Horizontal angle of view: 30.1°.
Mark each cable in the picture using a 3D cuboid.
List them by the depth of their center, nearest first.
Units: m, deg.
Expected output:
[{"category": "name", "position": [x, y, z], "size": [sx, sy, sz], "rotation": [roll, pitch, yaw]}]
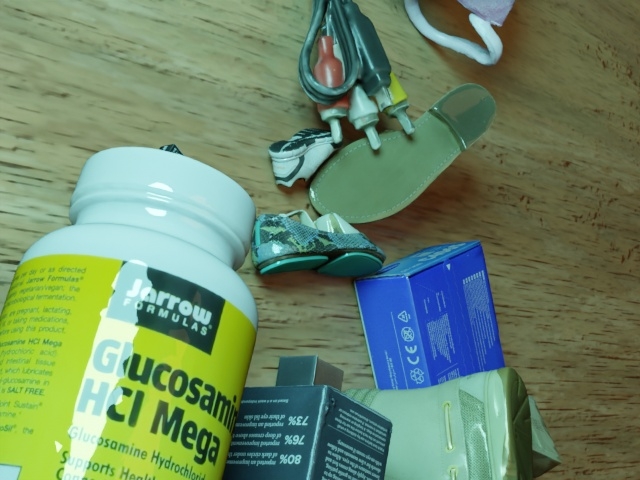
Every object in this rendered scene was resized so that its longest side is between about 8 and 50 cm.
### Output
[{"category": "cable", "position": [0.005, -0.232, 1.235], "size": [0.139, 0.072, 0.287], "rotation": [-9, 71, -37]}]

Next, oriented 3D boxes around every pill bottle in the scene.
[{"category": "pill bottle", "position": [-0.152, 0.109, 0.868], "size": [0.188, 0.188, 0.334], "rotation": [37, 56, -43]}]

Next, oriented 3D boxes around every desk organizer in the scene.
[{"category": "desk organizer", "position": [-0.016, 0.180, 1.148], "size": [0.050, 0.047, 0.130], "rotation": [33, 59, -48]}]

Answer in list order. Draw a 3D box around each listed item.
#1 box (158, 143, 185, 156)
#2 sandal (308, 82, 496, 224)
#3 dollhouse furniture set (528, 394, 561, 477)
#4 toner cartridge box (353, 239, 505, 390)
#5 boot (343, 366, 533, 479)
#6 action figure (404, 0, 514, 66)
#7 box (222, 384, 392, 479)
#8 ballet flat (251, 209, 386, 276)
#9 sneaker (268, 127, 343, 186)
[{"category": "box", "position": [-0.127, -0.034, 1.063], "size": [0.083, 0.018, 0.067], "rotation": [53, 47, -33]}, {"category": "sandal", "position": [0.084, -0.084, 1.294], "size": [0.240, 0.079, 0.088], "rotation": [-34, 90, -18]}, {"category": "dollhouse furniture set", "position": [0.203, 0.273, 1.263], "size": [0.129, 0.129, 0.183], "rotation": [29, 33, -46]}, {"category": "toner cartridge box", "position": [0.144, 0.188, 1.332], "size": [0.165, 0.075, 0.347], "rotation": [-20, 100, -53]}, {"category": "boot", "position": [0.099, 0.257, 1.154], "size": [0.095, 0.203, 0.262], "rotation": [39, 48, -53]}, {"category": "action figure", "position": [0.085, -0.378, 1.280], "size": [0.370, 0.248, 0.275], "rotation": [8, 104, -59]}, {"category": "box", "position": [-0.042, 0.237, 1.020], "size": [0.108, 0.153, 0.207], "rotation": [35, 59, -45]}, {"category": "ballet flat", "position": [0.000, 0.000, 1.190], "size": [0.188, 0.070, 0.070], "rotation": [6, 80, -55]}, {"category": "sneaker", "position": [-0.015, -0.086, 1.208], "size": [0.109, 0.040, 0.043], "rotation": [-26, 121, -47]}]
